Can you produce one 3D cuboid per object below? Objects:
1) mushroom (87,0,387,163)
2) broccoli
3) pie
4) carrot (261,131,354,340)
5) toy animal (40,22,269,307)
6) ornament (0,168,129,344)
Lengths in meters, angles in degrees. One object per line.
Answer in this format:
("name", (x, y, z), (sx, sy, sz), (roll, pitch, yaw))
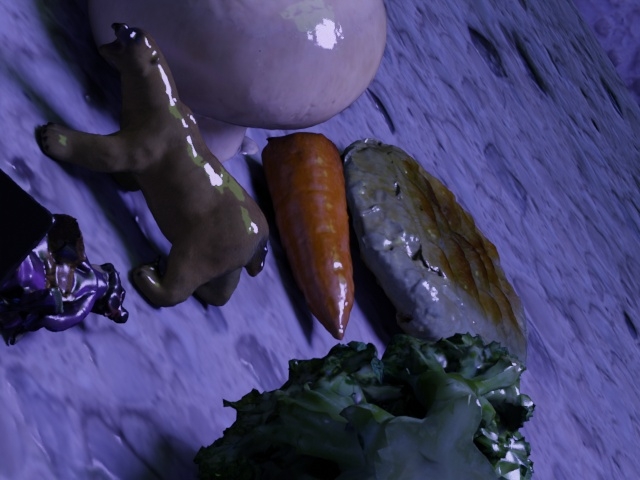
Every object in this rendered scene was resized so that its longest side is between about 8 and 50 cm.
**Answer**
("mushroom", (-0.067, -0.163, 1.426), (0.246, 0.202, 0.246), (12, 21, -5))
("broccoli", (0.042, 0.180, 1.124), (0.265, 0.294, 0.245), (30, -18, 3))
("pie", (0.113, 0.017, 1.736), (0.306, 0.071, 0.306), (51, 16, -20))
("carrot", (0.000, 0.000, 1.524), (0.072, 0.072, 0.205), (34, 34, -49))
("toy animal", (-0.110, -0.049, 1.285), (0.218, 0.101, 0.103), (57, 22, -7))
("ornament", (-0.180, 0.014, 1.095), (0.081, 0.088, 0.203), (40, 2, 18))
